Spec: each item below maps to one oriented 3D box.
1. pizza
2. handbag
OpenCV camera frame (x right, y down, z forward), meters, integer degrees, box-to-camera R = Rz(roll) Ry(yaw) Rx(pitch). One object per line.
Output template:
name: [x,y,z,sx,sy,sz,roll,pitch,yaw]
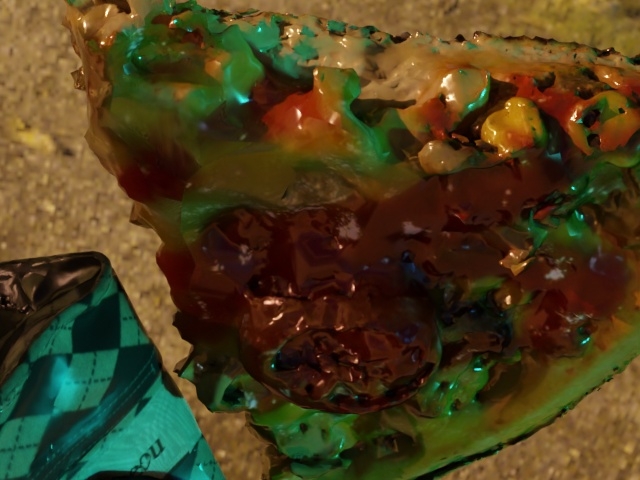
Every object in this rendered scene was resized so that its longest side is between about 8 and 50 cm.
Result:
pizza: [0.000,0.000,0.808,0.406,0.440,0.130,32,34,-21]
handbag: [-0.155,0.257,0.827,0.180,0.416,0.317,-13,24,24]
